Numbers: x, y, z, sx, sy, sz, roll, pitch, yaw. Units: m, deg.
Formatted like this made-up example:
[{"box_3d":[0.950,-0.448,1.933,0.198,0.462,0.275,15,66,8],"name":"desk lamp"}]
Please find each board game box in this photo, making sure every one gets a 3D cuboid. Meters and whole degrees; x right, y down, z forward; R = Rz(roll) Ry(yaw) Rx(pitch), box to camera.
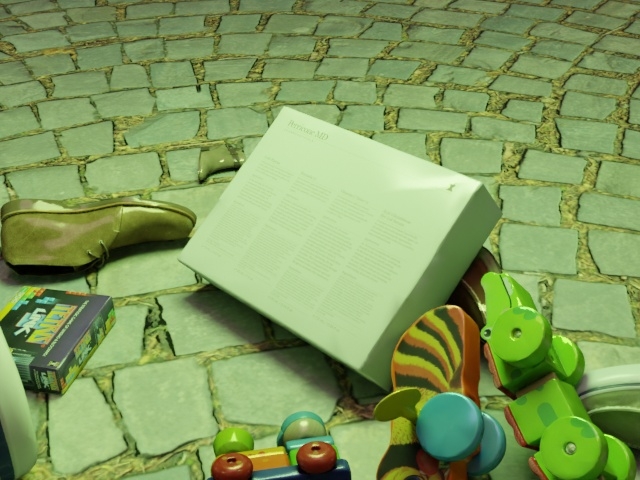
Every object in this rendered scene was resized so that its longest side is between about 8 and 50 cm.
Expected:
[{"box_3d":[-0.379,0.132,1.254,0.141,0.048,0.170,4,31,12],"name":"board game box"}]

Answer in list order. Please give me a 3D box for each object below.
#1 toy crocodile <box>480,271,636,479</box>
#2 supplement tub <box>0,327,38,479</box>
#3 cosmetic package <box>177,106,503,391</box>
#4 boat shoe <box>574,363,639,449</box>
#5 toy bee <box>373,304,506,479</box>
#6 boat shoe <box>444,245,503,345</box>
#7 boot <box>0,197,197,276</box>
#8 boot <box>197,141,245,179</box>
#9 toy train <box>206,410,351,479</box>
[{"box_3d":[0.244,0.181,0.999,0.105,0.115,0.340,-33,52,21],"name":"toy crocodile"},{"box_3d":[-0.487,0.197,0.976,0.316,0.228,0.228,-19,35,-26],"name":"supplement tub"},{"box_3d":[0.016,-0.004,1.272,0.377,0.097,0.284,27,81,39],"name":"cosmetic package"},{"box_3d":[0.424,0.210,1.015,0.302,0.109,0.094,6,42,17],"name":"boat shoe"},{"box_3d":[0.107,0.220,0.970,0.162,0.195,0.298,-19,37,20],"name":"toy bee"},{"box_3d":[0.169,0.055,1.297,0.120,0.122,0.324,-16,28,-8],"name":"boat shoe"},{"box_3d":[-0.348,0.001,1.458,0.305,0.112,0.115,-3,60,-10],"name":"boot"},{"box_3d":[-0.184,-0.147,1.723,0.087,0.042,0.118,4,37,-5],"name":"boot"},{"box_3d":[-0.098,0.253,0.991,0.248,0.105,0.143,-6,21,-7],"name":"toy train"}]
